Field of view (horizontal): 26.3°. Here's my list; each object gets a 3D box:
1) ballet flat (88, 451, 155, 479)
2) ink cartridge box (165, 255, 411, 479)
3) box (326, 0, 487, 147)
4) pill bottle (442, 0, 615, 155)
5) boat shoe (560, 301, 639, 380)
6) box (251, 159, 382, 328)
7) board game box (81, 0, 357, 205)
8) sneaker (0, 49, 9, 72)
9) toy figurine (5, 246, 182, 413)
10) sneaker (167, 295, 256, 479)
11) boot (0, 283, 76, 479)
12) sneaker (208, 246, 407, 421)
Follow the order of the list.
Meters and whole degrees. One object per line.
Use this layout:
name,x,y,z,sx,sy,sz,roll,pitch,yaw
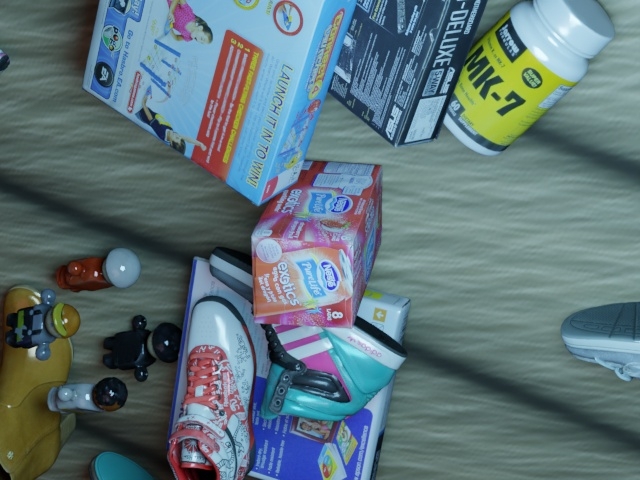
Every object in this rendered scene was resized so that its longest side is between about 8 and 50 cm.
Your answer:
ballet flat,-0.262,0.449,2.177,0.280,0.095,0.096,37,135,1
ink cartridge box,-0.050,0.193,1.939,0.307,0.072,0.303,15,106,17
box,0.079,-0.301,1.604,0.242,0.076,0.307,42,130,33
pill bottle,0.241,-0.208,1.627,0.119,0.119,0.208,43,122,-3
boat shoe,0.463,0.149,1.724,0.320,0.118,0.103,5,113,12
box,0.000,0.000,1.737,0.128,0.257,0.122,3,116,9
board game box,-0.130,-0.250,1.671,0.302,0.086,0.308,34,128,18
sneaker,-0.522,-0.243,1.950,0.178,0.072,0.077,-30,90,23
toy figurine,-0.320,0.136,1.968,0.148,0.209,0.213,-11,112,37
sneaker,-0.151,0.220,1.865,0.090,0.145,0.270,-1,101,19
boot,-0.460,0.238,2.074,0.104,0.211,0.295,1,115,21
sneaker,-0.052,0.147,1.835,0.295,0.124,0.178,32,97,9
